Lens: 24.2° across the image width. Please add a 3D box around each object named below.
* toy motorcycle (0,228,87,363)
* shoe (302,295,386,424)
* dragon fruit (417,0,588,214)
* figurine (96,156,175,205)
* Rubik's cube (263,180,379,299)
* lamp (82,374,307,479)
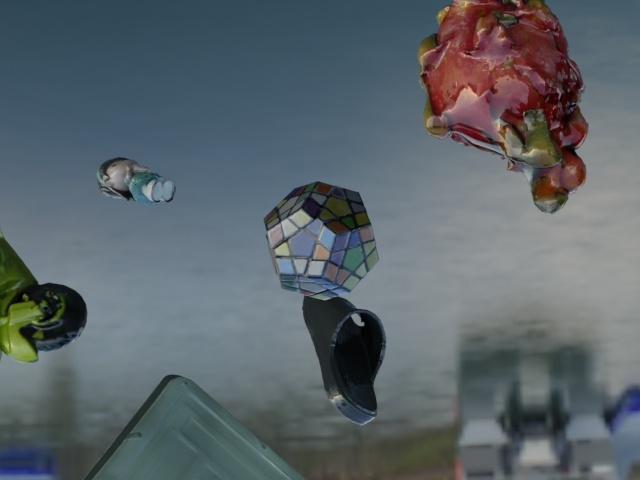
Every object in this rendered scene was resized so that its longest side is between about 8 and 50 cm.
[{"bbox_3d":[-0.435,0.045,1.724,0.206,0.342,0.142,-29,147,-30],"label":"toy motorcycle"},{"bbox_3d":[0.051,0.145,2.091,0.093,0.241,0.108,-39,128,22],"label":"shoe"},{"bbox_3d":[0.163,-0.116,1.260,0.150,0.207,0.133,-14,159,-21],"label":"dragon fruit"},{"bbox_3d":[-0.202,-0.065,1.656,0.060,0.047,0.106,-27,-148,-37],"label":"figurine"},{"bbox_3d":[0.000,0.000,1.354,0.093,0.111,0.111,47,146,-15],"label":"Rubik's cube"},{"bbox_3d":[-0.105,0.284,1.508,0.047,0.266,0.269,-48,-176,29],"label":"lamp"}]
